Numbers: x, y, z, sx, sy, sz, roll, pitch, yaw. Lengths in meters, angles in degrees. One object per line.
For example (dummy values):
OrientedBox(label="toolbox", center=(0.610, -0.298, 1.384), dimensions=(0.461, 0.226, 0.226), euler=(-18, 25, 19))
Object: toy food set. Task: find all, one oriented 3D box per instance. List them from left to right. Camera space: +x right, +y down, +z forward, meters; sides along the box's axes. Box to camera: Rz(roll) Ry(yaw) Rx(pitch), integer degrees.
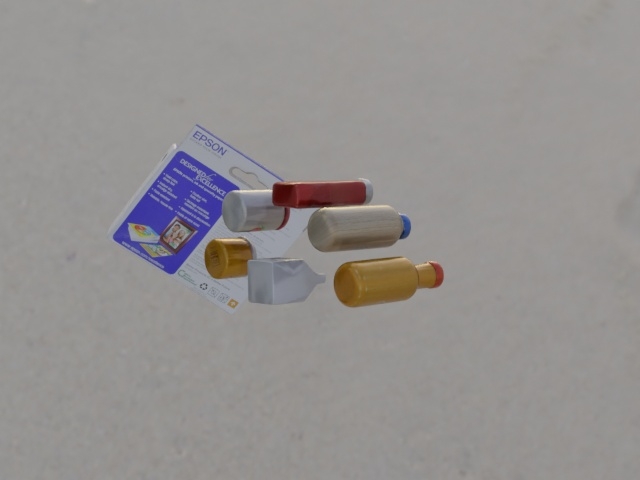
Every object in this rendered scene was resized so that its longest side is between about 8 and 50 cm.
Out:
OrientedBox(label="toy food set", center=(0.000, 0.000, 1.352), dimensions=(0.104, 0.111, 0.232), euler=(-4, 4, -38))

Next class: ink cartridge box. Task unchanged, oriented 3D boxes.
OrientedBox(label="ink cartridge box", center=(-0.135, -0.031, 1.917), dimensions=(0.206, 0.208, 0.045), euler=(33, 24, -19))
